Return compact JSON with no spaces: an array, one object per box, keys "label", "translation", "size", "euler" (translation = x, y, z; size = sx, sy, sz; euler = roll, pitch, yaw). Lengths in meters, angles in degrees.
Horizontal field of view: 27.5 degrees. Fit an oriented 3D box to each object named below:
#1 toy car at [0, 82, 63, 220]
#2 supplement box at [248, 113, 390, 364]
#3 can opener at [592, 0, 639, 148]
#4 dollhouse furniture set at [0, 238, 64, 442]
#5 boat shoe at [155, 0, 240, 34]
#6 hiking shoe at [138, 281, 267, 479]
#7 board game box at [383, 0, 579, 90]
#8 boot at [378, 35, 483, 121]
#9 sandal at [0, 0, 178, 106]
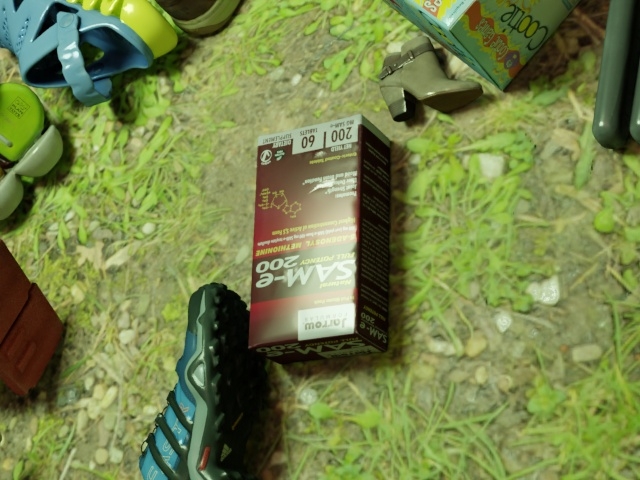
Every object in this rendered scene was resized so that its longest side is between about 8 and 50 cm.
[{"label":"toy car","translation":[-0.419,-0.126,1.636],"size":[0.182,0.159,0.136],"euler":[-47,18,7]},{"label":"supplement box","translation":[0.000,0.000,1.356],"size":[0.130,0.073,0.239],"euler":[-10,66,27]},{"label":"can opener","translation":[0.304,-0.232,1.251],"size":[0.076,0.095,0.283],"euler":[1,71,32]},{"label":"dollhouse furniture set","translation":[-0.461,0.184,1.430],"size":[0.201,0.152,0.374],"euler":[-5,43,29]},{"label":"boat shoe","translation":[-0.116,-0.423,1.567],"size":[0.123,0.123,0.342],"euler":[20,82,35]},{"label":"hiking shoe","translation":[-0.134,0.190,1.333],"size":[0.132,0.113,0.304],"euler":[-12,65,26]},{"label":"board game box","translation":[0.120,-0.306,1.365],"size":[0.142,0.144,0.275],"euler":[-49,55,5]},{"label":"boot","translation":[0.113,-0.177,1.379],"size":[0.118,0.042,0.087],"euler":[-14,62,26]},{"label":"sandal","translation":[-0.333,-0.248,1.615],"size":[0.317,0.126,0.138],"euler":[15,64,37]}]
